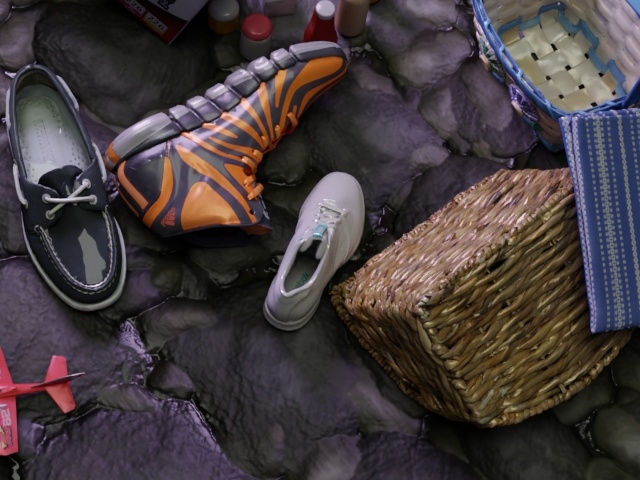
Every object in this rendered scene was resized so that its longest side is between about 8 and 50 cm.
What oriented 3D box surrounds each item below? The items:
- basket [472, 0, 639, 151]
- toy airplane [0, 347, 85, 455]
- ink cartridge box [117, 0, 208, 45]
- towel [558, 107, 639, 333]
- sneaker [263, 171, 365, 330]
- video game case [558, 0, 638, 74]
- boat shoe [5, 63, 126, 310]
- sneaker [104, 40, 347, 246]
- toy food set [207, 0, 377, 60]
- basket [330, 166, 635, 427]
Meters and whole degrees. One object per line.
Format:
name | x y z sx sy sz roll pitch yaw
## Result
basket | 0.304 -0.251 1.932 0.201 0.289 0.254 -25 66 -19
toy airplane | -0.336 0.164 1.803 0.151 0.028 0.151 3 65 -6
ink cartridge box | -0.223 -0.416 1.919 0.309 0.272 0.130 39 64 -9
towel | 0.401 -0.034 1.847 0.336 0.040 0.243 -7 89 -39
sneaker | 0.000 0.000 1.885 0.080 0.094 0.212 20 63 6
video game case | 0.403 -0.334 2.133 0.212 0.023 0.193 -25 69 -17
boat shoe | -0.303 -0.064 1.884 0.114 0.091 0.302 -20 67 -15
sneaker | -0.078 -0.099 1.925 0.321 0.124 0.180 -30 77 -12
toy food set | -0.021 -0.298 2.023 0.232 0.104 0.111 -9 65 -11
basket | 0.208 0.071 1.874 0.299 0.223 0.213 -37 106 -21
